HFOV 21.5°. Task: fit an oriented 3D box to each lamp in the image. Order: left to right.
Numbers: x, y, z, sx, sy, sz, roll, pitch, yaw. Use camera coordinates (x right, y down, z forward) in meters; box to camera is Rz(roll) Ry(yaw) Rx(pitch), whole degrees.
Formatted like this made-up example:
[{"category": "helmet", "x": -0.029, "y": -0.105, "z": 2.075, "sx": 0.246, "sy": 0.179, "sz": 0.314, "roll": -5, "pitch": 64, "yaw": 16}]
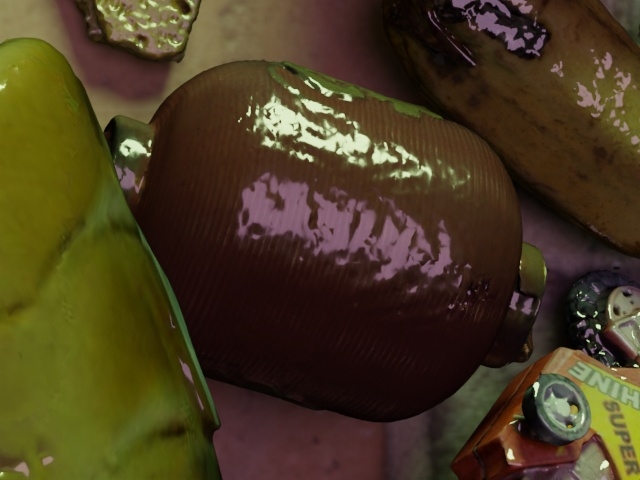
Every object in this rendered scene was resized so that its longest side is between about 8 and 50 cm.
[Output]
[{"category": "lamp", "x": 0.000, "y": 0.000, "z": 0.893, "sx": 0.258, "sy": 0.180, "sz": 0.180, "roll": 17, "pitch": 77, "yaw": -17}]

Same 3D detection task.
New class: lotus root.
[{"category": "lotus root", "x": 0.138, "y": -0.082, "z": 0.982, "sx": 0.258, "sy": 0.110, "sz": 0.097, "roll": 42, "pitch": 31, "yaw": -14}]

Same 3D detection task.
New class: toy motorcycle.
[{"category": "toy motorcycle", "x": 0.153, "y": 0.138, "z": 0.925, "sx": 0.171, "sy": 0.089, "sz": 0.298, "roll": 50, "pitch": 46, "yaw": -9}]

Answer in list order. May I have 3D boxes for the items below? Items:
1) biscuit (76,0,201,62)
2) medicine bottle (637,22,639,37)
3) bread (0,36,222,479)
[{"category": "biscuit", "x": -0.113, "y": -0.225, "z": 0.958, "sx": 0.131, "sy": 0.026, "sz": 0.237, "roll": 16, "pitch": 78, "yaw": -14}, {"category": "medicine bottle", "x": 0.278, "y": -0.058, "z": 1.016, "sx": 0.078, "sy": 0.115, "sz": 0.219, "roll": -38, "pitch": 94, "yaw": -18}, {"category": "bread", "x": -0.170, "y": 0.040, "z": 0.749, "sx": 0.210, "sy": 0.300, "sz": 0.341, "roll": -21, "pitch": 88, "yaw": -11}]
